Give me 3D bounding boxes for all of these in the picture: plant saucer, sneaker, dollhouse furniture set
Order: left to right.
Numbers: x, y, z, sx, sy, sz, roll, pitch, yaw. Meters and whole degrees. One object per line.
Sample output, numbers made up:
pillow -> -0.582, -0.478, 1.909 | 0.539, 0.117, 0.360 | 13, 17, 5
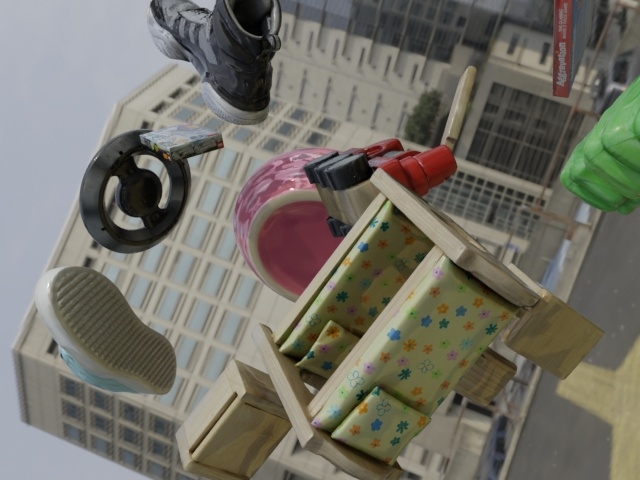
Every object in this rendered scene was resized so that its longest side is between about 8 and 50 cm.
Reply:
sneaker -> -0.364, 0.162, 1.153 | 0.366, 0.150, 0.135 | 66, -157, -53
sneaker -> -0.132, -0.286, 0.960 | 0.101, 0.269, 0.153 | -14, -34, -39
plant saucer -> 0.000, 0.000, 1.306 | 0.084, 0.332, 0.332 | -70, -5, -54
dollhouse furniture set -> 0.050, 0.091, 0.381 | 0.182, 0.161, 0.101 | -53, 31, 10

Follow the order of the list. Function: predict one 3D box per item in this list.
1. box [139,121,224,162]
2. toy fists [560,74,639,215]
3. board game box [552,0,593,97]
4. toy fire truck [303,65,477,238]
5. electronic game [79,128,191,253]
box -> -0.231, -0.165, 1.222 | 0.094, 0.137, 0.027 | -21, -64, -26
toy fists -> 0.312, -0.096, 0.704 | 0.142, 0.096, 0.279 | -44, -9, 3
board game box -> 0.343, -0.343, 0.988 | 0.145, 0.027, 0.281 | -64, -27, -27
toy fire truck -> 0.114, -0.116, 1.021 | 0.159, 0.246, 0.217 | 66, 172, -12
electronic game -> -0.326, -0.086, 1.319 | 0.229, 0.048, 0.229 | -25, -54, -40
